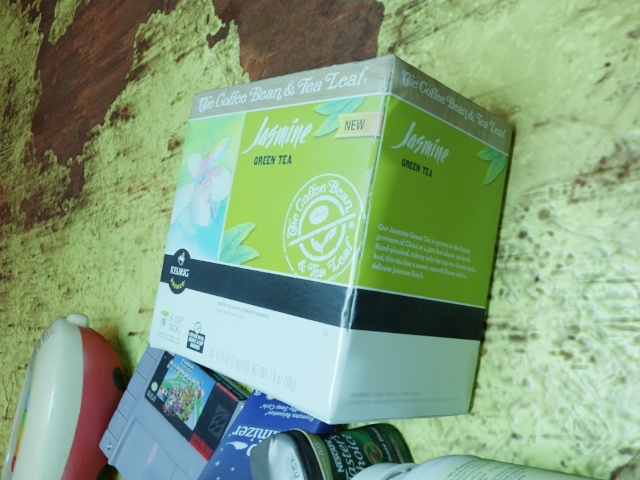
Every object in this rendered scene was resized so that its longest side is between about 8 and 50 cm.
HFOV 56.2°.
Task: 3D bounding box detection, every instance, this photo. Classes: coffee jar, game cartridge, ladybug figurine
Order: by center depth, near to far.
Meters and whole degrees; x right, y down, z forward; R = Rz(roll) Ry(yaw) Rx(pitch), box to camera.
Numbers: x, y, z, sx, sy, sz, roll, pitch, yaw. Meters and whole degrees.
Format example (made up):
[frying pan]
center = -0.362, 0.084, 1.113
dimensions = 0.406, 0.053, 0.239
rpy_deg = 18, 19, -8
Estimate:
[coffee jar]
center = 0.015, 0.247, 0.633
dimensions = 0.079, 0.184, 0.096
rpy_deg = -44, 53, 30
[game cartridge]
center = -0.211, 0.303, 0.921
dimensions = 0.355, 0.068, 0.230
rpy_deg = 21, 89, 46
[ladybug figurine]
center = -0.477, 0.356, 1.111
dimensions = 0.305, 0.162, 0.449
rpy_deg = 27, 102, 61

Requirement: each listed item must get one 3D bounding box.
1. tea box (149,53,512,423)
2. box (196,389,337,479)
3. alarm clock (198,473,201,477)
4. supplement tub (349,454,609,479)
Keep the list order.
[tea box]
center = 0.000, 0.000, 0.683
dimensions = 0.329, 0.220, 0.324
rpy_deg = 5, 84, 47
[box]
center = -0.067, 0.261, 0.716
dimensions = 0.136, 0.036, 0.225
rpy_deg = -6, 36, 37
[alarm clock]
center = -0.111, 0.364, 0.734
dimensions = 0.129, 0.064, 0.192
rpy_deg = -55, 46, 13
[supplement tub]
center = 0.166, 0.289, 0.431
dimensions = 0.325, 0.235, 0.235
rpy_deg = -8, 75, 45
